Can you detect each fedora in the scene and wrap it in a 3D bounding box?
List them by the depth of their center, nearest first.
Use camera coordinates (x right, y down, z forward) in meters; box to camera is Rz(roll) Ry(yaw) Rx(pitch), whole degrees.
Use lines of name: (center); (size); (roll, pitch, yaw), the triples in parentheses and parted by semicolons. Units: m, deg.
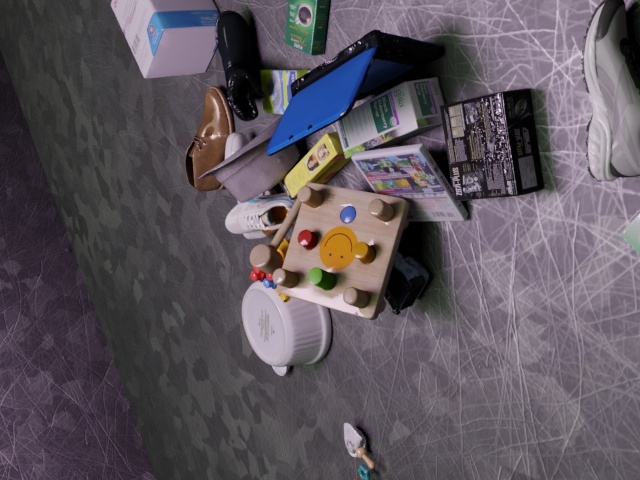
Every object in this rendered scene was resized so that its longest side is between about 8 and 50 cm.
fedora: (-0.156, -0.184, 1.797); (0.124, 0.275, 0.243); (54, 164, -10)

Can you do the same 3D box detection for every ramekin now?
ramekin: (-0.100, 0.211, 1.940); (0.272, 0.127, 0.273); (23, 120, 47)

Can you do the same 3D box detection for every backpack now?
backpack: (0.168, 0.079, 1.566); (0.114, 0.084, 0.105); (48, 139, 27)

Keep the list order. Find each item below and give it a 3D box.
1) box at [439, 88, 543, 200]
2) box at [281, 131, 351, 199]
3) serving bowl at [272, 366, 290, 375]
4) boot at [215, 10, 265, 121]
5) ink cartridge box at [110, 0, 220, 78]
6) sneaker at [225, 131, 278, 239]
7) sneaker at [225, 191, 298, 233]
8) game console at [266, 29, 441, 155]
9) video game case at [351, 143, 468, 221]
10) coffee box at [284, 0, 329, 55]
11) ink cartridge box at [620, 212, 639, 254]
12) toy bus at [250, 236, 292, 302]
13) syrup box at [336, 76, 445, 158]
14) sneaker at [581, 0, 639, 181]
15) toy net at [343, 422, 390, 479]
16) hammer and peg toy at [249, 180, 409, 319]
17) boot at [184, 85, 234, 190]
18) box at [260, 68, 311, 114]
box: (0.303, -0.167, 1.302); (0.147, 0.077, 0.180); (-3, 99, 54)
box: (0.001, -0.176, 1.704); (0.232, 0.087, 0.058); (-40, 72, 50)
serving bowl: (-0.111, 0.342, 2.086); (0.083, 0.027, 0.083); (23, 120, 49)
boot: (-0.199, -0.435, 1.813); (0.207, 0.094, 0.247); (-119, 22, -65)
ink cartridge box: (-0.427, -0.625, 2.026); (0.270, 0.197, 0.198); (63, 143, 16)
sneaker: (-0.165, -0.153, 1.945); (0.123, 0.106, 0.290); (-9, 97, 36)
sneaker: (-0.148, -0.065, 1.848); (0.228, 0.092, 0.088); (-15, 108, 23)
game console: (0.061, -0.270, 1.422); (0.293, 0.250, 0.174); (-15, 77, 55)
video game case: (0.177, -0.111, 1.464); (0.201, 0.023, 0.183); (2, 136, 54)
coffee box: (-0.029, -0.524, 1.658); (0.113, 0.040, 0.184); (34, 127, 44)
ink cartridge box: (0.563, -0.019, 1.026); (0.181, 0.056, 0.225); (55, 141, 26)
toy bus: (-0.058, 0.041, 1.753); (0.149, 0.211, 0.220); (55, 138, 28)
syrup box: (0.140, -0.245, 1.480); (0.236, 0.096, 0.093); (-15, 90, 56)
sneaker: (0.452, -0.224, 1.080); (0.108, 0.100, 0.272); (1, 106, 39)
toy net: (0.115, 0.571, 1.852); (0.122, 0.045, 0.232); (-44, 65, 53)
hammer and peg toy: (0.000, 0.000, 1.553); (0.361, 0.127, 0.266); (14, 84, 35)
boot: (-0.320, -0.283, 2.077); (0.112, 0.115, 0.306); (30, 124, 47)
box: (-0.080, -0.362, 1.784); (0.178, 0.042, 0.109); (17, 116, 51)
